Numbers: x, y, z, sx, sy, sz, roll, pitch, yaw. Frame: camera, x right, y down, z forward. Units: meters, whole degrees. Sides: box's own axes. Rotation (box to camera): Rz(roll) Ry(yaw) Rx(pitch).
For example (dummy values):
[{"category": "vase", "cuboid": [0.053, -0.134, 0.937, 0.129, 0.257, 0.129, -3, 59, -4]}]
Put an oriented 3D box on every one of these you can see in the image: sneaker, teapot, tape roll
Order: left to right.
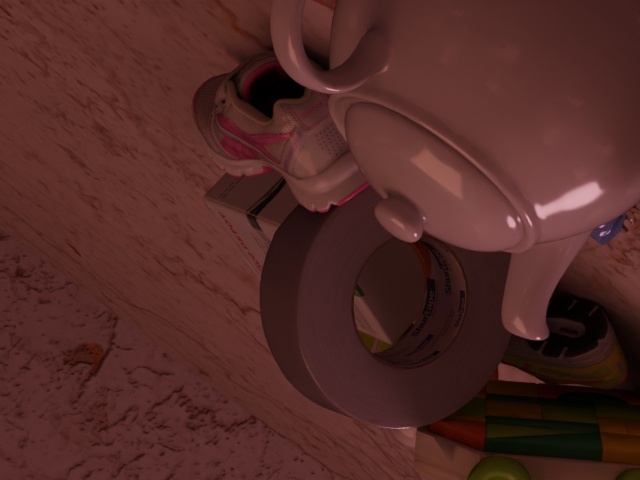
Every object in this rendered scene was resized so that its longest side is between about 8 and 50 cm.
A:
[{"category": "sneaker", "cuboid": [-0.039, -0.115, 1.540, 0.252, 0.103, 0.111, 24, 146, 54]}, {"category": "tape roll", "cuboid": [0.060, 0.048, 1.546, 0.219, 0.219, 0.072, 44, 164, -25]}, {"category": "teapot", "cuboid": [0.093, -0.083, 1.108, 0.256, 0.187, 0.252, 37, 166, 4]}, {"category": "sneaker", "cuboid": [0.196, 0.094, 1.656, 0.208, 0.081, 0.094, 19, 159, 51]}]

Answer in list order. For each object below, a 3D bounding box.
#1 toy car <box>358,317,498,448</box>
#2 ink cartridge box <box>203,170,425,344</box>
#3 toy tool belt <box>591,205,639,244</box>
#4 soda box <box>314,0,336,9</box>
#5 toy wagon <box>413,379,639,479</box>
[{"category": "toy car", "cuboid": [0.104, 0.116, 1.883, 0.182, 0.159, 0.136, 28, -160, 31]}, {"category": "ink cartridge box", "cuboid": [0.000, 0.000, 1.796, 0.208, 0.087, 0.153, 21, 153, 49]}, {"category": "toy tool belt", "cuboid": [0.208, -0.018, 1.318, 0.051, 0.052, 0.083, 41, 169, 20]}, {"category": "soda box", "cuboid": [-0.023, -0.214, 1.239, 0.183, 0.058, 0.063, 28, 163, 31]}, {"category": "toy wagon", "cuboid": [0.258, 0.186, 1.605, 0.344, 0.068, 0.267, 4, -169, 5]}]
